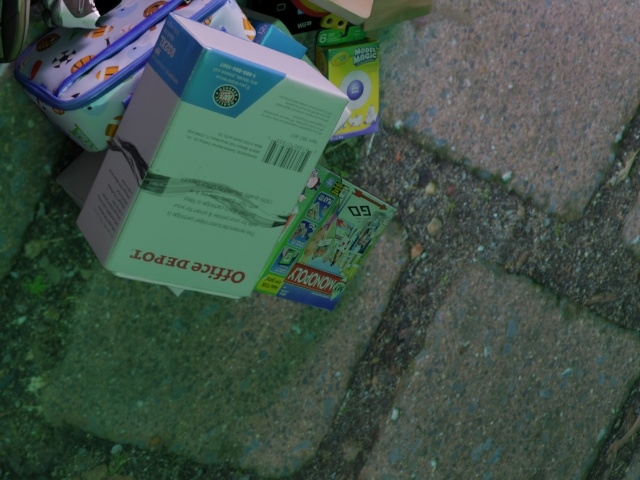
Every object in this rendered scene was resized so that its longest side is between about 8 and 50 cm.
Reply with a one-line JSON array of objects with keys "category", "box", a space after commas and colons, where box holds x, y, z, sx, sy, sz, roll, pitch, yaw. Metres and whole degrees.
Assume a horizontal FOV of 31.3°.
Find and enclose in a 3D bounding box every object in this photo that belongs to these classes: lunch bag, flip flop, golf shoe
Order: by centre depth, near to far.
[{"category": "flip flop", "box": [-0.387, -0.366, 1.483, 0.080, 0.112, 0.277, -2, 105, -50]}, {"category": "golf shoe", "box": [-0.290, -0.345, 1.521, 0.077, 0.094, 0.198, 93, 18, -55]}, {"category": "lunch bag", "box": [-0.243, -0.256, 1.530, 0.303, 0.243, 0.115, -41, 127, -14]}]

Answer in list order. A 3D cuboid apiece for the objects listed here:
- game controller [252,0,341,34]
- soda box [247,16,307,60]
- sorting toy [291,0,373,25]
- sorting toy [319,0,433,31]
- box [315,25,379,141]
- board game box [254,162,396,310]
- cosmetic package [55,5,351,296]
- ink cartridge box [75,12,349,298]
[{"category": "game controller", "box": [0.032, -0.417, 1.774, 0.319, 0.067, 0.166, -18, 118, -28]}, {"category": "soda box", "box": [-0.108, -0.194, 1.566, 0.071, 0.067, 0.210, 28, 92, -38]}, {"category": "sorting toy", "box": [-0.039, -0.444, 1.600, 0.257, 0.089, 0.255, 24, 61, -21]}, {"category": "sorting toy", "box": [0.106, -0.404, 1.776, 0.274, 0.046, 0.132, -21, 134, -26]}, {"category": "box", "box": [0.045, -0.258, 1.865, 0.105, 0.043, 0.179, -16, 115, -30]}, {"category": "board game box", "box": [0.000, 0.000, 1.838, 0.213, 0.046, 0.317, -58, 156, 5]}, {"category": "cosmetic package", "box": [-0.171, -0.136, 1.686, 0.385, 0.156, 0.217, -49, 127, -10]}, {"category": "ink cartridge box", "box": [-0.140, -0.099, 1.451, 0.223, 0.129, 0.307, 14, 112, -38]}]
